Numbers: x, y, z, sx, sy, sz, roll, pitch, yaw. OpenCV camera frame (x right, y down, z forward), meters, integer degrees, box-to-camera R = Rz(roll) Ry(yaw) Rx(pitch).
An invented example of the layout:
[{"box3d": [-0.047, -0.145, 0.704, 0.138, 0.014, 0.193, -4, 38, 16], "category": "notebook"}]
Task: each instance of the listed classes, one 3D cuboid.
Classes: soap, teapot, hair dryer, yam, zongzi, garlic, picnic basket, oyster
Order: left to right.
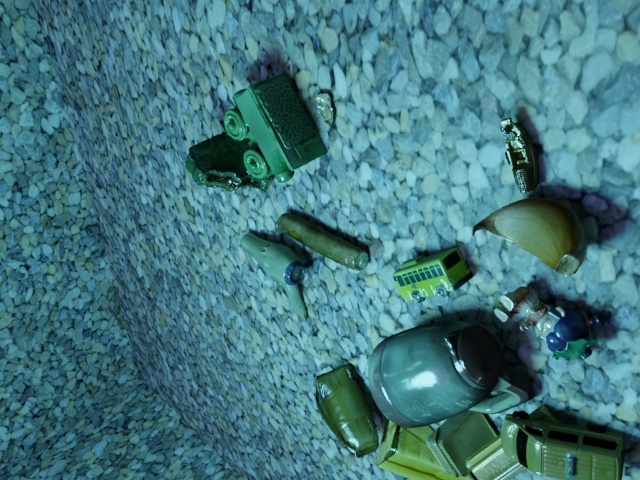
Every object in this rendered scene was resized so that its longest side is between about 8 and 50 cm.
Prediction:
[{"box3d": [-0.148, 0.093, 1.956, 0.296, 0.119, 0.298, 43, 156, 30], "category": "hair dryer"}, {"box3d": [0.000, 0.000, 1.712, 0.317, 0.067, 0.071, 27, 107, 37], "category": "yam"}, {"box3d": [0.015, -0.317, 1.496, 0.054, 0.019, 0.083, 9, 120, 46], "category": "oyster"}, {"box3d": [0.076, 0.574, 1.982, 0.300, 0.145, 0.274, 104, 144, -58], "category": "zongzi"}, {"box3d": [0.323, 0.324, 1.464, 0.314, 0.233, 0.312, 34, 143, -17], "category": "teapot"}, {"box3d": [0.362, 0.512, 1.579, 0.115, 0.164, 0.079, 58, 154, -1], "category": "picnic basket"}, {"box3d": [0.461, 0.494, 1.457, 0.092, 0.037, 0.252, 49, 117, 13], "category": "soap"}, {"box3d": [0.414, -0.014, 1.166, 0.206, 0.128, 0.115, 26, 178, 41], "category": "garlic"}]

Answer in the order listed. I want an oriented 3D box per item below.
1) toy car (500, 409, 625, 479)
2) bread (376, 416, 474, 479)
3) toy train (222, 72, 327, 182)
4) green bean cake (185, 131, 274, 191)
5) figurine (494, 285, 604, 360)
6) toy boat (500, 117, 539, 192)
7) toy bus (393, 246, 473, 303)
[{"box3d": [0.513, 0.452, 1.328, 0.256, 0.124, 0.101, 3, 102, 27], "category": "toy car"}, {"box3d": [0.313, 0.615, 1.823, 0.263, 0.163, 0.168, 22, 140, -4], "category": "bread"}, {"box3d": [-0.130, -0.280, 1.592, 0.201, 0.145, 0.266, -19, 101, 51], "category": "toy train"}, {"box3d": [-0.263, -0.202, 1.762, 0.194, 0.208, 0.107, 58, 148, 4], "category": "green bean cake"}, {"box3d": [0.464, 0.160, 1.246, 0.195, 0.102, 0.112, 41, 145, 27], "category": "figurine"}, {"box3d": [0.373, -0.159, 1.153, 0.047, 0.049, 0.149, -3, 113, 52], "category": "toy boat"}, {"box3d": [0.257, 0.083, 1.446, 0.175, 0.088, 0.101, -22, 97, 52], "category": "toy bus"}]
